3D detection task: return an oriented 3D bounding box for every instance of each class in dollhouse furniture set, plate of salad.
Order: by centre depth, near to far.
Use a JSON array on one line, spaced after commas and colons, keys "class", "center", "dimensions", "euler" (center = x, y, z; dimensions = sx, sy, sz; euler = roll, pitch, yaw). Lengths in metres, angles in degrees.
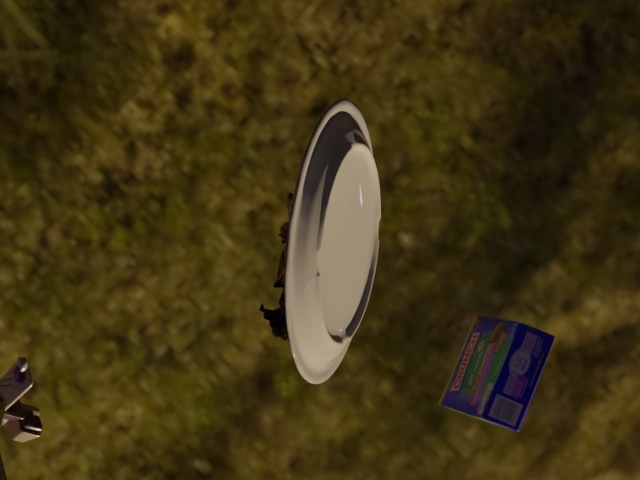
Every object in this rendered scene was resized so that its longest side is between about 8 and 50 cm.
[{"class": "plate of salad", "center": [0.000, 0.000, 1.259], "dimensions": [0.200, 0.048, 0.200], "euler": [7, 90, -73]}, {"class": "dollhouse furniture set", "center": [-0.212, 0.144, 1.291], "dimensions": [0.081, 0.114, 0.091], "euler": [-42, 139, 24]}]

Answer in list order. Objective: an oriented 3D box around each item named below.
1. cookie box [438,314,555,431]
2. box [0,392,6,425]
[{"class": "cookie box", "center": [0.155, 0.116, 1.595], "dimensions": [0.092, 0.040, 0.107], "euler": [-68, -165, -6]}, {"class": "box", "center": [-0.335, 0.214, 0.560], "dimensions": [0.472, 0.297, 0.480], "euler": [132, -21, -82]}]
